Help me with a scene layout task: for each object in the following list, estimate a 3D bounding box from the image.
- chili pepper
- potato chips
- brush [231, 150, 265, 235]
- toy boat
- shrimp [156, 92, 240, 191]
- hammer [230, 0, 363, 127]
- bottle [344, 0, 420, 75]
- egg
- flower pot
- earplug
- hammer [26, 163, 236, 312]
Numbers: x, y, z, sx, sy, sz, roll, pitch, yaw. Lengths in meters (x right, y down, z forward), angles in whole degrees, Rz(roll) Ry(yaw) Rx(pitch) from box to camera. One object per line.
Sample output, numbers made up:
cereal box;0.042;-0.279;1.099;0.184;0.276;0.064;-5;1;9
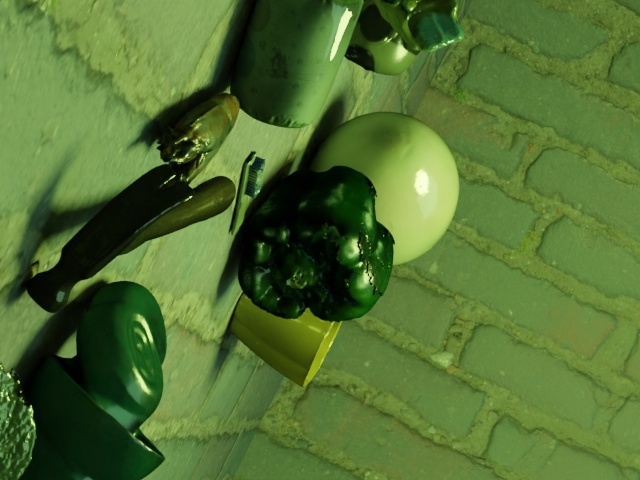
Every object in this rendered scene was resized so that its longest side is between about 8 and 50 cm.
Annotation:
chili pepper;0.000;0.000;2.094;0.257;0.248;0.233;-71;170;-57
potato chips;-0.331;0.217;1.111;0.228;0.059;0.167;-42;152;-59
brush;-0.106;-0.065;1.883;0.178;0.030;0.033;107;2;-53
toy boat;0.106;-0.378;1.610;0.111;0.276;0.084;-22;-162;-18
shrimp;-0.145;-0.093;1.397;0.144;0.052;0.251;-58;174;15
hammer;-0.005;-0.282;1.563;0.335;0.118;0.206;-65;179;-58
bottle;0.145;-0.415;1.933;0.347;0.168;0.168;-61;174;6
egg;0.113;-0.096;2.329;0.283;0.283;0.345;-62;180;-19
flower pot;-0.061;0.147;2.361;0.195;0.179;0.195;-60;172;-15
earplug;-0.245;0.170;1.353;0.280;0.164;0.257;-50;-154;-17
hammer;-0.163;-0.026;1.339;0.168;0.044;0.440;-41;180;12
